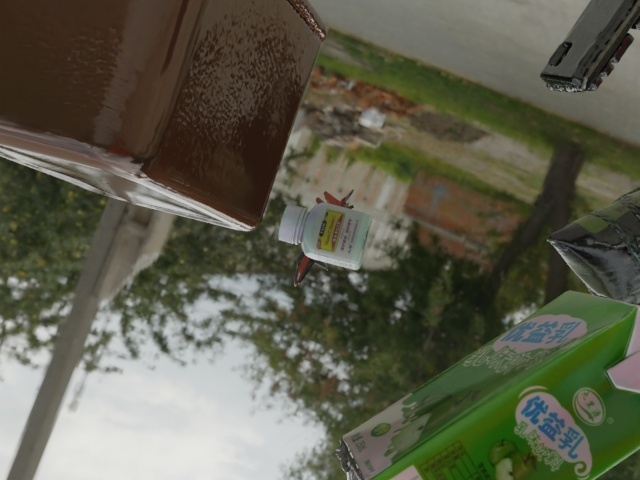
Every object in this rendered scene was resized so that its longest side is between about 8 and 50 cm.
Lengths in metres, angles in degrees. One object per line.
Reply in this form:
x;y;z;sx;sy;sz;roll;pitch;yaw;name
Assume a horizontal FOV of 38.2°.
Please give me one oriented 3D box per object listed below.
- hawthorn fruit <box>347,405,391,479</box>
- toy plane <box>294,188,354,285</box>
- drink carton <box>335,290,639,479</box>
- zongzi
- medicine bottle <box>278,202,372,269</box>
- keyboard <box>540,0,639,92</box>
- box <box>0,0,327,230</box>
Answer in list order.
0.207;0.412;1.521;0.368;0.285;0.284;10;-169;-35;hawthorn fruit
0.003;0.002;1.528;0.061;0.189;0.130;28;152;-18;toy plane
0.156;0.159;0.785;0.108;0.271;0.161;59;177;-4;drink carton
0.709;-0.007;1.854;0.319;0.383;0.362;47;165;-12;zongzi
0.006;-0.011;1.260;0.117;0.074;0.055;15;170;7;medicine bottle
0.210;-0.185;0.544;0.025;0.230;0.094;33;-171;-7;keyboard
-0.167;-0.159;0.855;0.239;0.230;0.339;15;175;17;box
